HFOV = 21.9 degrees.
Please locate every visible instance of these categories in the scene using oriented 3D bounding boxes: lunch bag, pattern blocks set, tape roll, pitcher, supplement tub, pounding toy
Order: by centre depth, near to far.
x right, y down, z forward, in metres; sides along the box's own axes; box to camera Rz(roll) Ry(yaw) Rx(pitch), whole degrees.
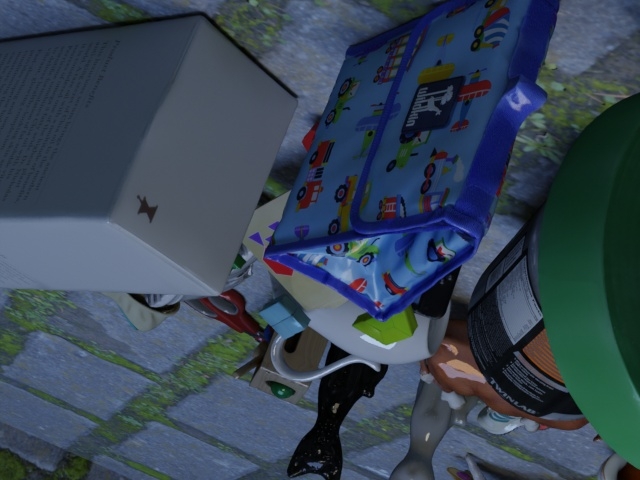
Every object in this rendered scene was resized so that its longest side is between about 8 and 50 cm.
[{"bbox_3d":[0.315,0.031,1.278,0.321,0.321,0.077,31,158,-24],"label":"tape roll"},{"bbox_3d":[0.101,-0.077,1.360,0.138,0.221,0.293,29,158,-17],"label":"lunch bag"},{"bbox_3d":[0.264,0.047,1.552,0.194,0.193,0.316,23,159,-3],"label":"supplement tub"},{"bbox_3d":[0.000,0.000,1.771,0.325,0.026,0.285,-16,118,46],"label":"pattern blocks set"},{"bbox_3d":[0.039,0.096,1.927,0.207,0.177,0.125,12,-158,20],"label":"pitcher"},{"bbox_3d":[-0.054,0.151,2.187,0.100,0.141,0.130,23,159,-3],"label":"pounding toy"}]

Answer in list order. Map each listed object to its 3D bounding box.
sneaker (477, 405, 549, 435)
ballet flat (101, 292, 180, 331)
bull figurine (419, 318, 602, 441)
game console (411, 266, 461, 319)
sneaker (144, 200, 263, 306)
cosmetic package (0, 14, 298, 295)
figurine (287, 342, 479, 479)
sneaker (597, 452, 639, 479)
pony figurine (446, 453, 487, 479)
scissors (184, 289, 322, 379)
[{"bbox_3d":[0.251,0.212,2.184,0.075,0.057,0.161,47,153,-16],"label":"sneaker"},{"bbox_3d":[-0.260,0.046,2.244,0.086,0.086,0.248,11,158,26],"label":"ballet flat"},{"bbox_3d":[0.258,0.178,2.007,0.310,0.101,0.188,25,163,-4],"label":"bull figurine"},{"bbox_3d":[0.082,0.011,1.797,0.144,0.124,0.085,19,-176,8],"label":"game console"},{"bbox_3d":[-0.120,0.004,2.003,0.115,0.105,0.281,-7,170,-31],"label":"sneaker"},{"bbox_3d":[-0.264,-0.080,1.705,0.453,0.230,0.161,1,152,45],"label":"cosmetic package"},{"bbox_3d":[0.083,0.248,2.198,0.215,0.209,0.092,17,159,12],"label":"figurine"},{"bbox_3d":[0.516,0.364,2.180,0.321,0.126,0.127,14,164,22],"label":"sneaker"},{"bbox_3d":[0.364,0.509,2.560,0.364,0.303,0.351,13,126,30],"label":"pony figurine"},{"bbox_3d":[-0.103,0.127,2.358,0.109,0.021,0.297,4,154,33],"label":"scissors"}]
